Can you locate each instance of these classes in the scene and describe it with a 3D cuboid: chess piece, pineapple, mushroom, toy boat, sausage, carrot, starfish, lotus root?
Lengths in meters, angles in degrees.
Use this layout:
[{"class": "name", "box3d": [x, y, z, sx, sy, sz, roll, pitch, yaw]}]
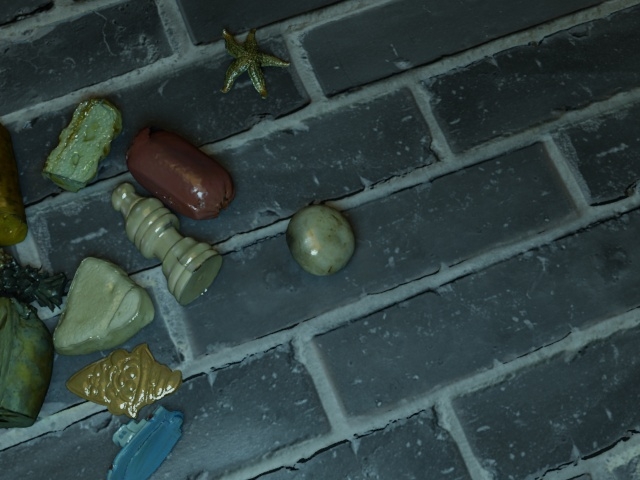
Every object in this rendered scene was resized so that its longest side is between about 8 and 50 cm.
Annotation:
[{"class": "chess piece", "box3d": [-0.368, -0.008, 1.831, 0.307, 0.139, 0.124, 43, 57, 18]}, {"class": "pineapple", "box3d": [-0.682, 0.079, 1.787, 0.248, 0.128, 0.128, 18, 71, 0]}, {"class": "mushroom", "box3d": [0.000, 0.000, 1.830, 0.166, 0.127, 0.166, 8, 70, -23]}, {"class": "toy boat", "box3d": [-0.381, 0.432, 1.696, 0.102, 0.088, 0.215, 21, 68, 43]}, {"class": "sausage", "box3d": [-0.326, -0.156, 1.862, 0.279, 0.152, 0.152, 36, 73, 11]}, {"class": "carrot", "box3d": [-0.752, -0.141, 1.867, 0.114, 0.114, 0.302, -17, 72, -7]}, {"class": "starfish", "box3d": [-0.164, -0.447, 2.029, 0.175, 0.053, 0.208, -3, 76, -13]}, {"class": "lotus root", "box3d": [-0.662, 0.253, 1.698, 0.267, 0.149, 0.260, -15, 58, 34]}]

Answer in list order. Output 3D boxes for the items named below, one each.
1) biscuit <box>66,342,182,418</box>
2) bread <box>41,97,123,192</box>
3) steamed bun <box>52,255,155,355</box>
[{"class": "biscuit", "box3d": [-0.426, 0.306, 1.759, 0.250, 0.035, 0.163, -4, 66, -1]}, {"class": "bread", "box3d": [-0.551, -0.225, 1.919, 0.128, 0.088, 0.232, 21, 77, 15]}, {"class": "steamed bun", "box3d": [-0.455, 0.160, 1.764, 0.212, 0.110, 0.231, 10, 72, 26]}]
